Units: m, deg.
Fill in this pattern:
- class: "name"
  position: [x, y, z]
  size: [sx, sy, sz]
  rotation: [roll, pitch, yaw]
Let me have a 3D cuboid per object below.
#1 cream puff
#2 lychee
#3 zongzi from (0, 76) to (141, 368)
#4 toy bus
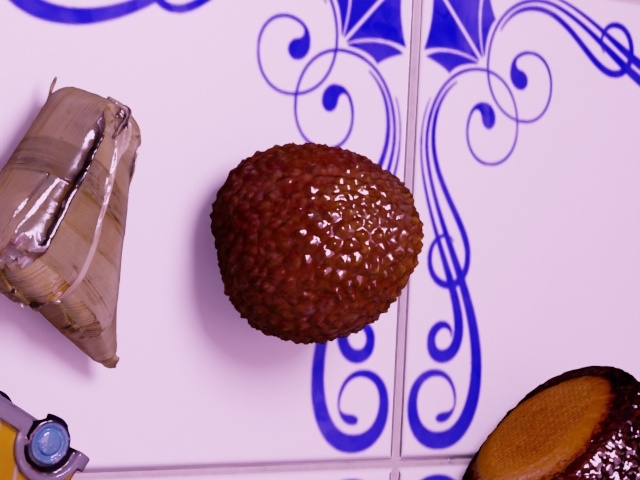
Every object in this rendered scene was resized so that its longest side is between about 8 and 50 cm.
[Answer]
- class: "cream puff"
  position: [0.254, 0.242, 1.950]
  size: [0.165, 0.239, 0.239]
  rotation: [50, 60, -17]
- class: "lychee"
  position: [-0.007, 0.001, 1.762]
  size: [0.194, 0.194, 0.194]
  rotation: [-1, 92, -41]
- class: "zongzi"
  position: [-0.193, -0.010, 1.657]
  size: [0.197, 0.099, 0.194]
  rotation: [47, 62, -43]
- class: "toy bus"
  position: [-0.300, 0.160, 1.550]
  size: [0.209, 0.126, 0.136]
  rotation: [40, 75, -34]
